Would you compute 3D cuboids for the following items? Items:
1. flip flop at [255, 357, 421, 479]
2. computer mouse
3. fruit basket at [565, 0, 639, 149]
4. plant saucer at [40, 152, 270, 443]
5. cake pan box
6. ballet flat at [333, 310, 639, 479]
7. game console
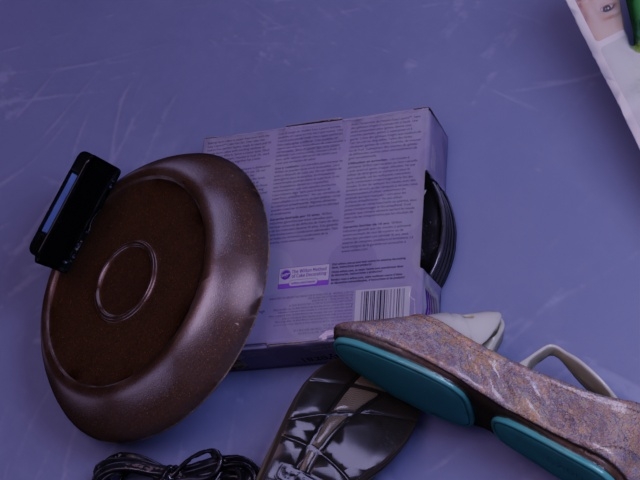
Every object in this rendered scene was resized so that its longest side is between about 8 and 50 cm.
[{"bbox_3d":[-0.003,0.223,1.841,0.112,0.080,0.277,29,67,2],"label":"flip flop"},{"bbox_3d":[-0.157,0.331,1.875,0.188,0.072,0.272,-2,52,25],"label":"computer mouse"},{"bbox_3d":[0.425,-0.177,1.803,0.327,0.165,0.353,-24,67,3],"label":"fruit basket"},{"bbox_3d":[-0.181,0.047,1.977,0.310,0.050,0.311,-23,54,35],"label":"plant saucer"},{"bbox_3d":[0.000,0.000,1.965,0.266,0.070,0.246,-8,65,21],"label":"cake pan box"},{"bbox_3d":[0.164,0.128,1.801,0.316,0.107,0.106,28,66,17],"label":"ballet flat"},{"bbox_3d":[-0.264,-0.036,2.013,0.107,0.071,0.122,27,88,48],"label":"game console"}]
